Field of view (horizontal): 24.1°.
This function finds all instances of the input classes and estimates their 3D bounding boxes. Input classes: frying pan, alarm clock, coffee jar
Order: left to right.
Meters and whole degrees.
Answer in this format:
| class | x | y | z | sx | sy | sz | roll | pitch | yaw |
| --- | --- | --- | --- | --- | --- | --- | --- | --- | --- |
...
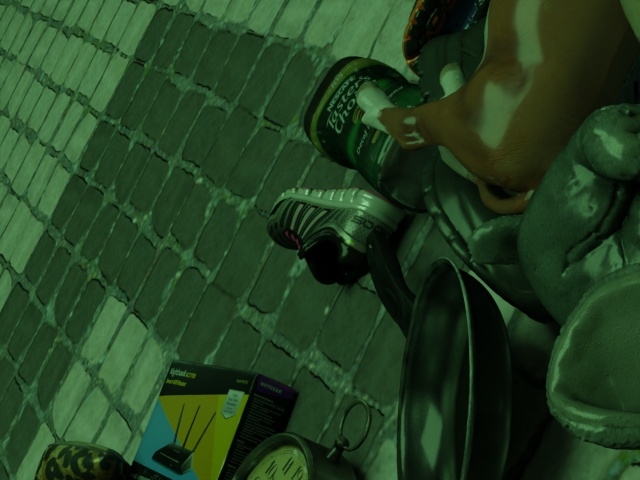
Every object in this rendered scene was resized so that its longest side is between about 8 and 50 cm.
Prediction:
| class | x | y | z | sx | sy | sz | roll | pitch | yaw |
| --- | --- | --- | --- | --- | --- | --- | --- | --- | --- |
| alarm clock | -0.014 | 0.197 | 1.114 | 0.192 | 0.064 | 0.129 | -58 | 27 | 17 |
| coffee jar | 0.054 | -0.092 | 1.234 | 0.096 | 0.079 | 0.184 | -61 | 26 | 5 |
| frying pan | 0.074 | 0.104 | 1.037 | 0.326 | 0.053 | 0.197 | -147 | 62 | -81 |

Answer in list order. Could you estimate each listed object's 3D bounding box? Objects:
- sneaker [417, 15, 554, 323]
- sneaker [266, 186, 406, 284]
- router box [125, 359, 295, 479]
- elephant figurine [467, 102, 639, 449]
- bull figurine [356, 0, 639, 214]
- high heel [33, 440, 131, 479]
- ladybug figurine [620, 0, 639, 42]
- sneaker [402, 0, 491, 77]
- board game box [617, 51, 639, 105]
| class | x | y | z | sx | sy | sz | roll | pitch | yaw |
| --- | --- | --- | --- | --- | --- | --- | --- | --- | --- |
| sneaker | 0.143 | -0.072 | 1.037 | 0.130 | 0.109 | 0.286 | -34 | 42 | 29 |
| sneaker | 0.000 | 0.000 | 1.264 | 0.170 | 0.063 | 0.074 | -2 | 58 | 55 |
| router box | -0.101 | 0.177 | 1.308 | 0.179 | 0.046 | 0.133 | -1 | 65 | 61 |
| elephant figurine | 0.197 | 0.054 | 0.786 | 0.186 | 0.169 | 0.239 | 105 | 158 | -61 |
| bull figurine | 0.156 | -0.162 | 0.951 | 0.188 | 0.101 | 0.310 | 18 | 75 | 50 |
| high heel | -0.250 | 0.294 | 1.413 | 0.261 | 0.093 | 0.186 | -43 | 27 | 60 |
| ladybug figurine | 0.316 | -0.145 | 0.677 | 0.305 | 0.162 | 0.449 | -55 | 35 | 3 |
| sneaker | 0.129 | -0.230 | 1.195 | 0.221 | 0.083 | 0.087 | -54 | 14 | 7 |
| board game box | 0.265 | -0.110 | 0.914 | 0.211 | 0.039 | 0.160 | -36 | 38 | 44 |
